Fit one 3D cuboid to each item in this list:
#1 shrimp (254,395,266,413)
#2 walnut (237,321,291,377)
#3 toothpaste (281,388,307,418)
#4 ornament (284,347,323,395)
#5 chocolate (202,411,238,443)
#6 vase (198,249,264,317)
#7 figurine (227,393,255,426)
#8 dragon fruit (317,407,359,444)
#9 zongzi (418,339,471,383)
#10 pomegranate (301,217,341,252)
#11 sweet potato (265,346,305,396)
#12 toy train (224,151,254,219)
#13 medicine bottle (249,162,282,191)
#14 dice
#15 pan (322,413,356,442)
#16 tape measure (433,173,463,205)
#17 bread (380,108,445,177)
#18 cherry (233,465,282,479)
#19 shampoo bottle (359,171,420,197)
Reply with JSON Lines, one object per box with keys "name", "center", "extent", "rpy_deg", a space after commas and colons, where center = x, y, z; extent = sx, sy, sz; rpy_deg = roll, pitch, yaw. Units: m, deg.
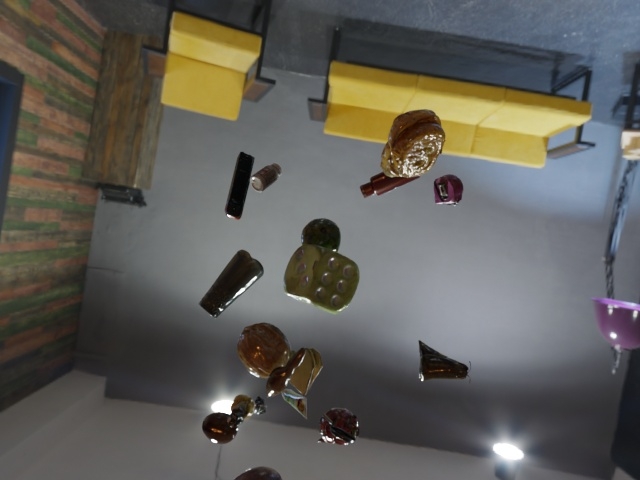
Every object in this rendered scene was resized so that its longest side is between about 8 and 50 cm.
{"name": "shrimp", "center": [-0.295, 0.810, 2.255], "extent": [0.076, 0.174, 0.082], "rpy_deg": [-30, -120, -25]}
{"name": "walnut", "center": [-0.216, 0.408, 1.764], "extent": [0.213, 0.213, 0.213], "rpy_deg": [10, -178, 0]}
{"name": "toothpaste", "center": [-0.103, 0.665, 1.943], "extent": [0.058, 0.056, 0.314], "rpy_deg": [48, 161, -7]}
{"name": "ornament", "center": [-0.081, 0.526, 1.866], "extent": [0.201, 0.180, 0.059], "rpy_deg": [-20, 164, 37]}
{"name": "chocolate", "center": [-0.499, 0.920, 2.295], "extent": [0.177, 0.176, 0.177], "rpy_deg": [10, -178, 0]}
{"name": "vase", "center": [-0.398, 0.200, 2.065], "extent": [0.156, 0.301, 0.251], "rpy_deg": [40, 164, 1]}
{"name": "figurine", "center": [-0.356, 0.745, 2.026], "extent": [0.108, 0.114, 0.196], "rpy_deg": [8, -176, 10]}
{"name": "dragon fruit", "center": [0.086, 0.960, 2.409], "extent": [0.192, 0.193, 0.274], "rpy_deg": [-15, 176, -44]}
{"name": "zongzi", "center": [0.468, 0.449, 1.780], "extent": [0.187, 0.084, 0.184], "rpy_deg": [-1, -144, 10]}
{"name": "pomegranate", "center": [0.000, 0.000, 2.381], "extent": [0.214, 0.214, 0.248], "rpy_deg": [9, 161, -7]}
{"name": "sweet potato", "center": [-0.135, 0.472, 1.631], "extent": [0.075, 0.269, 0.075], "rpy_deg": [28, -155, -15]}
{"name": "toy train", "center": [-0.425, -0.277, 2.434], "extent": [0.086, 0.409, 0.089], "rpy_deg": [20, 148, -21]}
{"name": "medicine bottle", "center": [-0.227, -0.269, 1.973], "extent": [0.079, 0.079, 0.140], "rpy_deg": [11, -142, 34]}
{"name": "dice", "center": [0.000, 0.169, 2.078], "extent": [0.254, 0.252, 0.250], "rpy_deg": [27, 169, -29]}
{"name": "pan", "center": [0.076, 0.901, 2.236], "extent": [0.136, 0.028, 0.235], "rpy_deg": [32, 174, -34]}
{"name": "tape measure", "center": [0.503, -0.197, 1.846], "extent": [0.074, 0.125, 0.118], "rpy_deg": [-23, -166, -29]}
{"name": "bread", "center": [0.295, -0.300, 1.488], "extent": [0.198, 0.236, 0.120], "rpy_deg": [-16, -129, -27]}
{"name": "cherry", "center": [-0.248, 0.996, 1.751], "extent": [0.307, 0.261, 0.221], "rpy_deg": [-14, 179, -12]}
{"name": "shampoo bottle", "center": [0.303, -0.268, 2.075], "extent": [0.260, 0.102, 0.064], "rpy_deg": [-23, -142, 10]}
